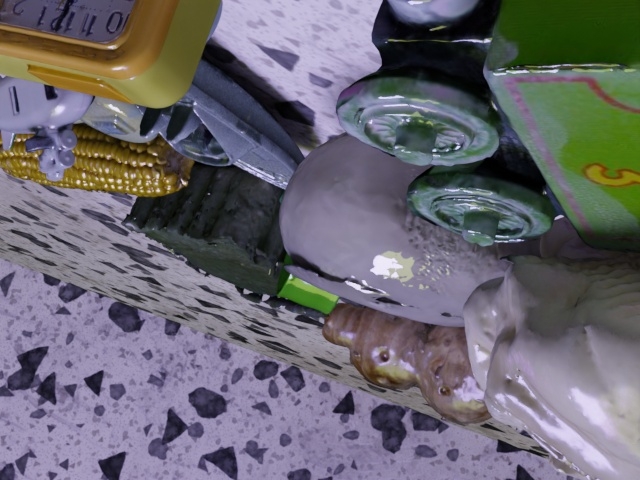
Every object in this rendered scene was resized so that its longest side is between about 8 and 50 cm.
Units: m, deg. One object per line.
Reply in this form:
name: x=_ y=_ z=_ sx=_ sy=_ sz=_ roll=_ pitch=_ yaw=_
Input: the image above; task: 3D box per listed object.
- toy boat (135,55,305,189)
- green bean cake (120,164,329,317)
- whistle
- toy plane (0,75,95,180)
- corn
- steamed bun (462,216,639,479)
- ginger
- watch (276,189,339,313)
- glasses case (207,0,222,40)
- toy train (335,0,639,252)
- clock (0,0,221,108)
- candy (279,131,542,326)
toy boat: x=-0.118 y=-0.123 z=1.111 sx=0.141 sy=0.092 sz=0.319 roll=14 pitch=166 yaw=46
green bean cake: x=-0.107 y=-0.007 z=1.458 sx=0.255 sy=0.132 sz=0.241 roll=9 pitch=161 yaw=44
whistle: x=-0.270 y=-0.159 z=1.247 sx=0.258 sy=0.067 sz=0.126 roll=10 pitch=159 yaw=44
toy plane: x=-0.297 y=-0.148 z=1.139 sx=0.174 sy=0.174 sz=0.080 roll=6 pitch=-168 yaw=44
corn: x=-0.302 y=-0.115 z=1.364 sx=0.317 sy=0.115 sz=0.115 roll=10 pitch=162 yaw=31
steamed bun: x=0.256 y=0.096 z=0.830 sx=0.275 sy=0.206 sz=0.320 roll=12 pitch=-157 yaw=32
ginger: x=0.179 y=0.183 z=1.697 sx=0.375 sy=0.176 sz=0.256 roll=16 pitch=-179 yaw=16
watch: x=0.000 y=0.000 z=1.273 sx=0.131 sy=0.152 sz=0.165 roll=23 pitch=161 yaw=-8
glasses case: x=-0.164 y=-0.201 z=0.939 sx=0.178 sy=0.067 sz=0.045 roll=12 pitch=164 yaw=30
toy train: x=0.160 y=-0.100 z=0.683 sx=0.248 sy=0.174 sz=0.307 roll=5 pitch=160 yaw=29
clock: x=-0.189 y=-0.193 z=0.850 sx=0.202 sy=0.143 sz=0.096 roll=14 pitch=167 yaw=21
candy: x=0.099 y=-0.018 z=1.033 sx=0.295 sy=0.185 sz=0.295 roll=12 pitch=-179 yaw=0
